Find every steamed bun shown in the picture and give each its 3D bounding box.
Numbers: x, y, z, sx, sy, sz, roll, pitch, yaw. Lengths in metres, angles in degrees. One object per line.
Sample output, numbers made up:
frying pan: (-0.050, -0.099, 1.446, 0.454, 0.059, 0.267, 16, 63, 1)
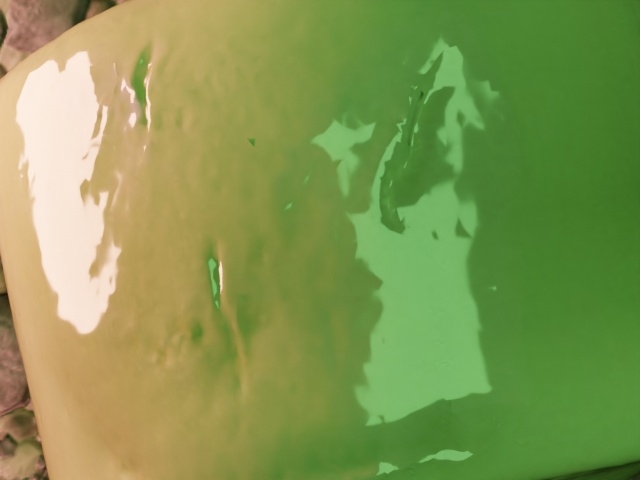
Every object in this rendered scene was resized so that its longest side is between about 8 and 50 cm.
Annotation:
steamed bun: (0.000, 0.000, 0.975, 0.456, 0.290, 0.371, -15, 88, 27)
